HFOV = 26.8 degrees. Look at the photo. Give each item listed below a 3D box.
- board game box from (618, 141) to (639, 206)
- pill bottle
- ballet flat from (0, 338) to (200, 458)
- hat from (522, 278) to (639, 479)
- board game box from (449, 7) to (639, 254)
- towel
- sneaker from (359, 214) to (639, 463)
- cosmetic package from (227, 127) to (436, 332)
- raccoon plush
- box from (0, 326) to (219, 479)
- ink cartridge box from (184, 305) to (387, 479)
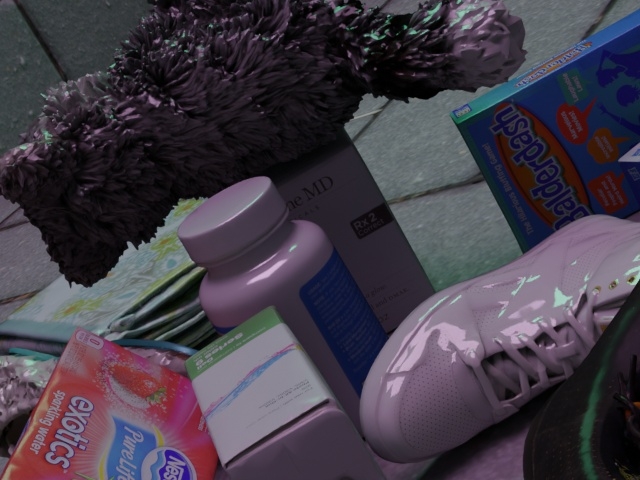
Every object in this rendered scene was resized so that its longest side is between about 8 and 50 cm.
[{"bbox_3d":[0.455,-0.127,1.125,0.347,0.078,0.233,-37,20,-20],"label":"board game box"},{"bbox_3d":[-0.026,0.060,1.143,0.124,0.221,0.124,-27,19,10],"label":"pill bottle"},{"bbox_3d":[-0.221,0.180,1.330,0.147,0.147,0.409,-42,19,-31],"label":"ballet flat"},{"bbox_3d":[0.269,0.095,0.753,0.331,0.134,0.331,-46,13,14],"label":"hat"},{"bbox_3d":[0.247,-0.095,1.230,0.210,0.160,0.047,-29,19,6],"label":"board game box"},{"bbox_3d":[-0.212,0.061,1.644,0.320,0.090,0.374,-37,20,-28],"label":"towel"},{"bbox_3d":[0.173,0.070,0.999,0.292,0.108,0.169,-36,16,-20],"label":"sneaker"},{"bbox_3d":[0.000,0.000,1.318,0.151,0.183,0.151,-30,19,3],"label":"cosmetic package"},{"bbox_3d":[-0.084,-0.110,1.157,0.446,0.216,0.299,-7,39,48],"label":"raccoon plush"},{"bbox_3d":[-0.175,0.215,1.014,0.142,0.154,0.300,-61,7,22],"label":"box"},{"bbox_3d":[-0.014,0.158,0.979,0.093,0.154,0.212,-32,19,-5],"label":"ink cartridge box"}]
